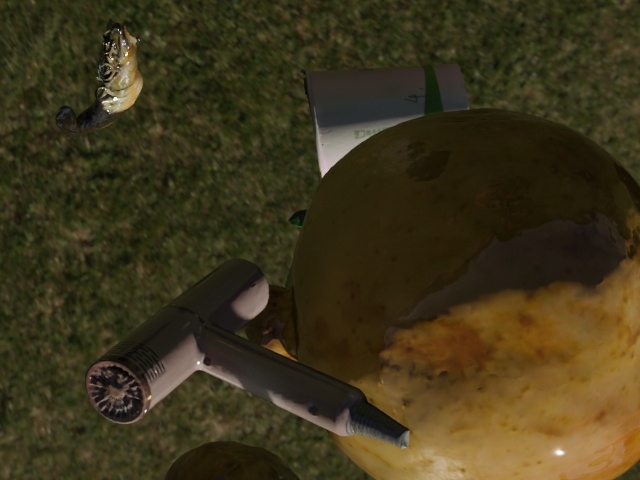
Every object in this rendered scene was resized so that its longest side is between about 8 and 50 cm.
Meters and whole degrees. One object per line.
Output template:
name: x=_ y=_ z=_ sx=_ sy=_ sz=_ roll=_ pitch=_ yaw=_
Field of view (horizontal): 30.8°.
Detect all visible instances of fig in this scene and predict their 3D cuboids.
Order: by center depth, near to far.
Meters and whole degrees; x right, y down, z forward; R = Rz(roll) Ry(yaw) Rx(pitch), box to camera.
fig: x=-0.071 y=0.446 z=1.855 sx=0.369 sy=0.286 sz=0.286 roll=-5 pitch=121 yaw=-27

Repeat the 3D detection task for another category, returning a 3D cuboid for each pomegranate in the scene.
pomegranate: x=0.121 y=0.067 z=1.069 sx=0.410 sy=0.410 sz=0.410 roll=-14 pitch=124 yaw=-21

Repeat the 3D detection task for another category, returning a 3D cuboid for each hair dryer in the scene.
hair dryer: x=-0.024 y=0.086 z=0.843 sx=0.195 sy=0.220 sz=0.053 roll=-43 pitch=140 yaw=-59

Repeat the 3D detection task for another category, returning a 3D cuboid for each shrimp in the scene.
shrimp: x=-0.356 y=-0.248 z=1.846 sx=0.169 sy=0.058 sz=0.296 roll=-41 pitch=169 yaw=-17

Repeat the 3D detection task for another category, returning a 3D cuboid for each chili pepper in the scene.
chili pepper: x=0.003 y=-0.006 z=1.997 sx=0.050 sy=0.182 sz=0.073 roll=27 pitch=112 yaw=-35

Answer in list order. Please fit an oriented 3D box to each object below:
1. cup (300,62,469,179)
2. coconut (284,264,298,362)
cup: x=0.115 y=-0.192 z=1.976 sx=0.274 sy=0.253 sz=0.253 roll=-10 pitch=125 yaw=1
coconut: x=0.115 y=0.098 z=1.495 sx=0.328 sy=0.328 sz=0.281 roll=-10 pitch=127 yaw=-23
